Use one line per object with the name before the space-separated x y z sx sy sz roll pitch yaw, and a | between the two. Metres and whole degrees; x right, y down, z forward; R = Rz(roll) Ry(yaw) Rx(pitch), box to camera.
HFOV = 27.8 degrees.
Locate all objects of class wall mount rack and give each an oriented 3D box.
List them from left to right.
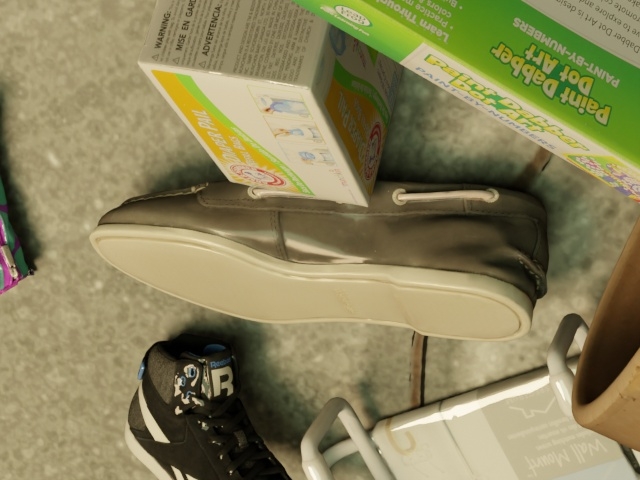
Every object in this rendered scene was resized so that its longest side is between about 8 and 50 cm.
wall mount rack | 0.149 0.226 0.937 0.350 0.130 0.304 -23 103 26

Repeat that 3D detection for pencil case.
pencil case | -0.272 -0.030 1.010 0.070 0.064 0.152 4 114 34

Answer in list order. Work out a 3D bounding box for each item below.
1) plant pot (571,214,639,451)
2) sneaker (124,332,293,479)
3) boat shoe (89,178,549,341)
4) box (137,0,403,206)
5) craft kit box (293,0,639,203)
plant pot | 0.301 0.040 0.740 0.229 0.263 0.263 27 117 4
sneaker | -0.071 0.149 0.968 0.217 0.079 0.121 33 124 35
boat shoe | 0.000 0.000 0.929 0.335 0.095 0.112 8 149 19
box | -0.021 -0.110 0.803 0.103 0.203 0.114 11 76 15
craft kit box | 0.136 -0.179 0.666 0.250 0.061 0.247 29 79 -14
